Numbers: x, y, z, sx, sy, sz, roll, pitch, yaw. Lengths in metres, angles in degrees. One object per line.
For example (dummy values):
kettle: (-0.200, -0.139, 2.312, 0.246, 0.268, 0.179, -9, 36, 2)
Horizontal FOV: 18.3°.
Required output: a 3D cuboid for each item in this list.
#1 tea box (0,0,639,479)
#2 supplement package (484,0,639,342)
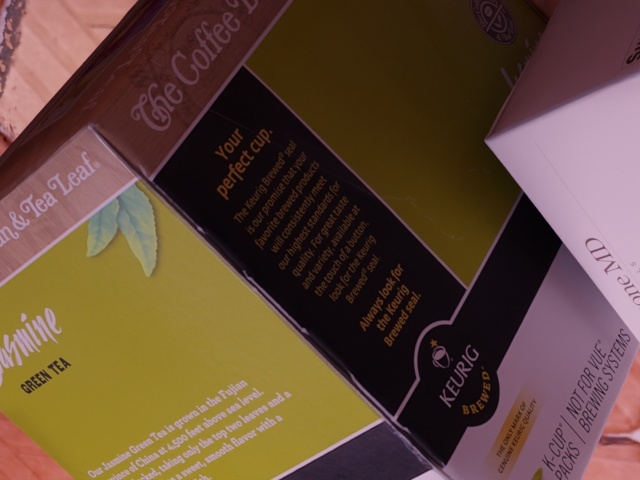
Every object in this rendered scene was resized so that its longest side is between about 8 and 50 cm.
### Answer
tea box: (0.000, 0.000, 1.118, 0.323, 0.329, 0.220, 46, 134, -12)
supplement package: (0.267, -0.083, 1.013, 0.293, 0.175, 0.177, -24, 114, 40)
